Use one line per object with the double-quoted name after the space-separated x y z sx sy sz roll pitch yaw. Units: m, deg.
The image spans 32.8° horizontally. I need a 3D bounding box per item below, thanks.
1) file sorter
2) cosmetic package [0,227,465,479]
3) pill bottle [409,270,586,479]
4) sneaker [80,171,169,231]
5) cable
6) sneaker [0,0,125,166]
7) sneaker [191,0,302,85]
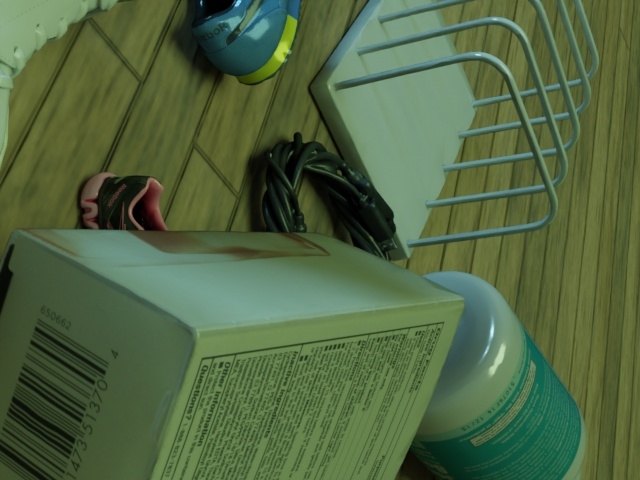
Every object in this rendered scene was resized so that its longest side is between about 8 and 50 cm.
0.146 -0.149 1.031 0.193 0.173 0.278 63 34 -28 "file sorter"
-0.050 0.081 0.634 0.296 0.129 0.153 3 110 -59 "cosmetic package"
0.148 0.154 0.977 0.264 0.146 0.146 50 42 -41 "pill bottle"
-0.112 0.015 0.667 0.047 0.057 0.119 -9 92 -61 "sneaker"
0.000 0.000 0.879 0.184 0.047 0.151 49 50 -39 "cable"
-0.172 -0.106 0.564 0.292 0.108 0.169 -8 91 -50 "sneaker"
-0.053 -0.221 0.817 0.082 0.069 0.209 38 51 -45 "sneaker"
